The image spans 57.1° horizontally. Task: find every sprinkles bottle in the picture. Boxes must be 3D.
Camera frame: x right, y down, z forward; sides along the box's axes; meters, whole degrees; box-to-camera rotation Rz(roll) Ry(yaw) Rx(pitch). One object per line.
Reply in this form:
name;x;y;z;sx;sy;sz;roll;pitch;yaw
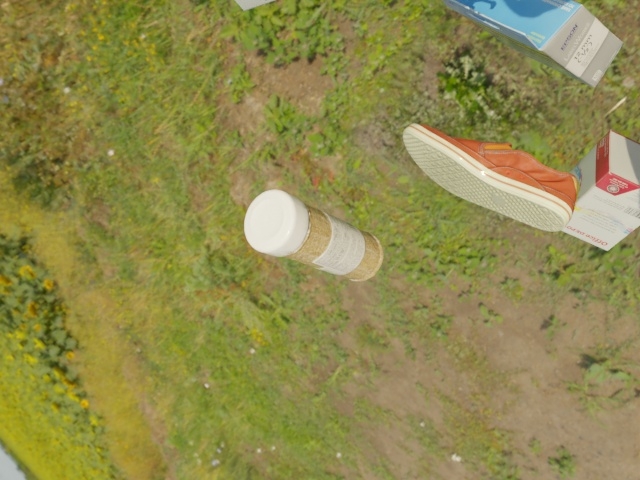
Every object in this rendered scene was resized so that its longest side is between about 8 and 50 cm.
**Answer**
sprinkles bottle;0.000;0.000;1.212;0.121;0.121;0.355;20;179;36

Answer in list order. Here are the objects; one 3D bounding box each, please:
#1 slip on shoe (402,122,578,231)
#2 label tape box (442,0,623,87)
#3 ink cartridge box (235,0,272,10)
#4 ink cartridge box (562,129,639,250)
slip on shoe;0.299;-0.130;1.054;0.331;0.101;0.123;28;161;20
label tape box;0.420;-0.446;1.185;0.249;0.347;0.115;45;114;37
ink cartridge box;-0.079;-0.495;1.017;0.175;0.072;0.128;-12;78;17
ink cartridge box;0.558;-0.093;1.142;0.128;0.127;0.176;24;143;-3
